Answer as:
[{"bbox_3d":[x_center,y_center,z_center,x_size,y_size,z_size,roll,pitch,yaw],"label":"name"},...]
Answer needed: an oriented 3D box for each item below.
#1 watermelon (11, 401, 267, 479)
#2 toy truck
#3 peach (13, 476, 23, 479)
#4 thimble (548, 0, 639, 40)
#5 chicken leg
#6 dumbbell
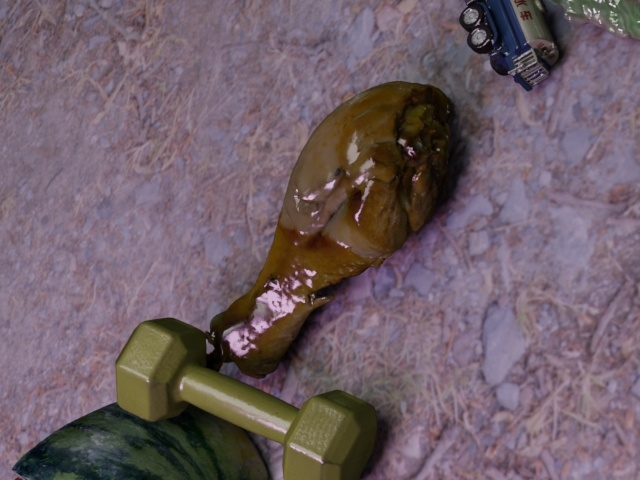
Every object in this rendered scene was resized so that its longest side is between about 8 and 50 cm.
[{"bbox_3d":[-0.206,0.304,1.828,0.213,0.262,0.201,24,116,41],"label":"watermelon"},{"bbox_3d":[0.204,-0.259,1.779,0.088,0.074,0.201,-31,54,22],"label":"toy truck"},{"bbox_3d":[-0.348,0.340,1.972,0.151,0.151,0.118,-42,63,20],"label":"peach"},{"bbox_3d":[0.299,-0.307,1.627,0.219,0.219,0.150,21,84,44],"label":"thimble"},{"bbox_3d":[0.000,0.000,1.816,0.429,0.153,0.201,-53,34,20],"label":"chicken leg"},{"bbox_3d":[-0.086,0.182,1.755,0.302,0.121,0.108,21,100,25],"label":"dumbbell"}]
